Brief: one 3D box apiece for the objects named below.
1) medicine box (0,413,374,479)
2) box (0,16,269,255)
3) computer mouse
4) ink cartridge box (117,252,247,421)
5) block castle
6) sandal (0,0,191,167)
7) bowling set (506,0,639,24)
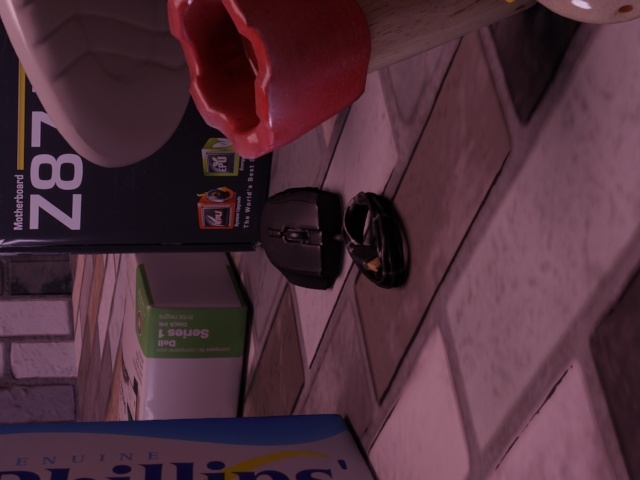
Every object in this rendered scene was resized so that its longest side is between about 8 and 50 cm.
[{"bbox_3d":[-0.085,0.234,0.773,0.289,0.264,0.149,-121,34,-61],"label":"medicine box"},{"bbox_3d":[-0.189,-0.182,1.051,0.097,0.318,0.394,-120,33,-61],"label":"box"},{"bbox_3d":[0.000,0.000,0.884,0.242,0.041,0.071,-173,84,-74],"label":"computer mouse"},{"bbox_3d":[-0.133,0.122,1.269,0.160,0.093,0.219,-120,33,-62],"label":"ink cartridge box"},{"bbox_3d":[-0.086,-0.286,0.567,0.453,0.213,0.303,54,154,28],"label":"block castle"},{"bbox_3d":[-0.188,-0.246,0.886,0.102,0.169,0.416,-15,92,40],"label":"sandal"},{"bbox_3d":[0.092,-0.115,0.314,0.200,0.287,0.154,51,161,11],"label":"bowling set"}]
